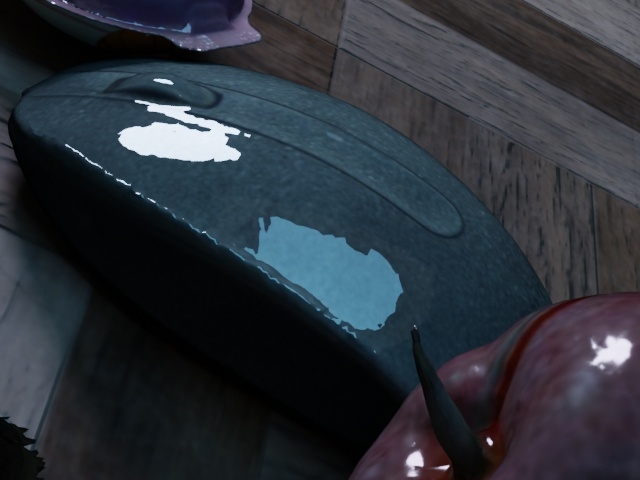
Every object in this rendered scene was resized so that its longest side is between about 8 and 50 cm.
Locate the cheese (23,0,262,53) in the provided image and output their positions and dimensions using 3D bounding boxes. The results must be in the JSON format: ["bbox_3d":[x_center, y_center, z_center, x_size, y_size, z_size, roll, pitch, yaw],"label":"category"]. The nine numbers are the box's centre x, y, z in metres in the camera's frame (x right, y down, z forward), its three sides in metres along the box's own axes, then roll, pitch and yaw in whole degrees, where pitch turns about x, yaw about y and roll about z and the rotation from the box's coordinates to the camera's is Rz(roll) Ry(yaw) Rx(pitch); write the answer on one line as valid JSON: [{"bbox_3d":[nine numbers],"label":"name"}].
[{"bbox_3d":[-0.155,-0.196,0.937,0.286,0.074,0.189,37,31,23],"label":"cheese"}]

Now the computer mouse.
[{"bbox_3d":[0.002,-0.003,0.815,0.374,0.114,0.203,35,37,0],"label":"computer mouse"}]

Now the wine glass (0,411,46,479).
[{"bbox_3d":[-0.242,-0.028,0.588,0.191,0.190,0.357,3,52,-37],"label":"wine glass"}]

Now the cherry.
[{"bbox_3d":[0.118,0.139,0.649,0.285,0.236,0.212,50,29,-27],"label":"cherry"}]
